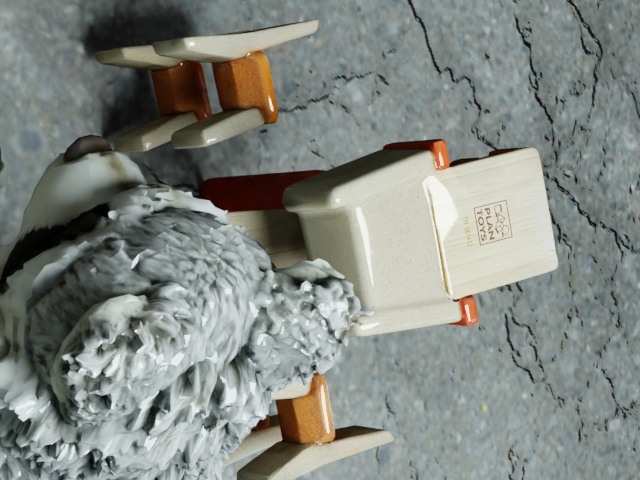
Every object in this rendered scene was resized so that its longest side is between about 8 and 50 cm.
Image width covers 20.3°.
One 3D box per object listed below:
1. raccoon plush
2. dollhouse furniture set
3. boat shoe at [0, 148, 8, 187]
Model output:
[{"bbox_3d":[-0.084,0.169,0.924,0.216,0.299,0.446,-34,109,-38],"label":"raccoon plush"},{"bbox_3d":[0.000,0.000,1.040,0.135,0.259,0.262,-15,99,-32],"label":"dollhouse furniture set"},{"bbox_3d":[-0.278,-0.042,0.909,0.254,0.095,0.079,-11,105,-33],"label":"boat shoe"}]
